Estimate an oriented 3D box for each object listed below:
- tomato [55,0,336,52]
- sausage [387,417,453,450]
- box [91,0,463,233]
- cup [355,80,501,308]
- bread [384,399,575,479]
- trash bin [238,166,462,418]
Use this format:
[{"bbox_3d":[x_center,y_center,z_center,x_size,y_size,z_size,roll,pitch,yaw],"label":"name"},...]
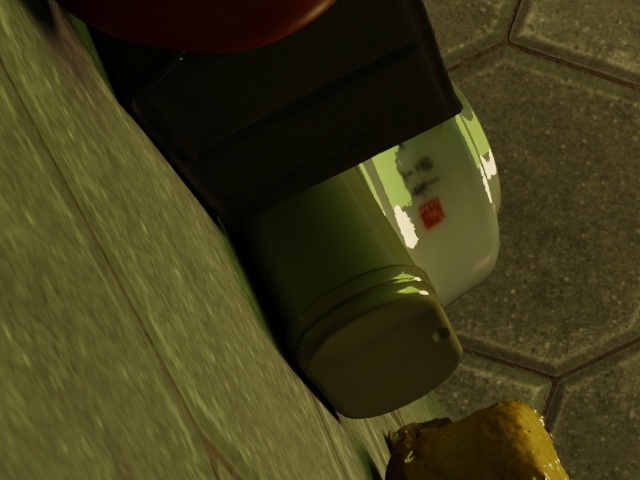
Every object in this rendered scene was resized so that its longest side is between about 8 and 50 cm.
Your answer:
[{"bbox_3d":[-0.100,-0.193,0.975,0.233,0.139,0.200,40,-28,14],"label":"tomato"},{"bbox_3d":[0.165,0.314,1.879,0.302,0.076,0.103,62,11,-13],"label":"sausage"},{"bbox_3d":[-0.070,-0.226,1.279,0.345,0.204,0.251,65,3,26],"label":"box"},{"bbox_3d":[0.067,-0.062,1.727,0.347,0.163,0.347,58,-17,29],"label":"cup"},{"bbox_3d":[0.157,0.260,1.503,0.260,0.160,0.147,68,9,22],"label":"bread"},{"bbox_3d":[0.000,0.000,1.435,0.247,0.121,0.243,61,2,23],"label":"trash bin"}]
